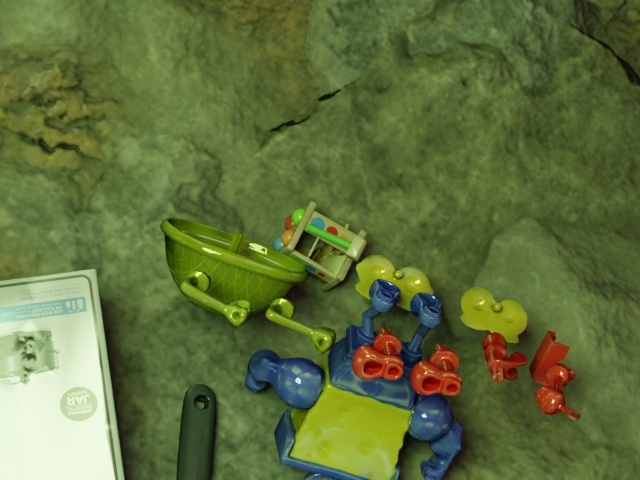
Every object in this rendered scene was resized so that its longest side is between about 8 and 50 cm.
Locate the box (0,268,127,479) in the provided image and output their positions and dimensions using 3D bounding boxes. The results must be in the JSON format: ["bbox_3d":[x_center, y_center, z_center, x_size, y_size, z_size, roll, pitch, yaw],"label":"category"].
[{"bbox_3d":[-0.238,0.179,1.224,0.169,0.087,0.290,-6,78,-10],"label":"box"}]

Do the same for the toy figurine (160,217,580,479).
[{"bbox_3d":[0.010,0.141,1.281,0.363,0.191,0.217,17,113,-13],"label":"toy figurine"}]

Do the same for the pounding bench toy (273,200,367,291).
[{"bbox_3d":[0.000,0.000,1.365,0.065,0.083,0.052,31,69,-9],"label":"pounding bench toy"}]

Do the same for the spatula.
[{"bbox_3d":[-0.114,0.264,1.286,0.084,0.030,0.296,11,73,-16],"label":"spatula"}]
